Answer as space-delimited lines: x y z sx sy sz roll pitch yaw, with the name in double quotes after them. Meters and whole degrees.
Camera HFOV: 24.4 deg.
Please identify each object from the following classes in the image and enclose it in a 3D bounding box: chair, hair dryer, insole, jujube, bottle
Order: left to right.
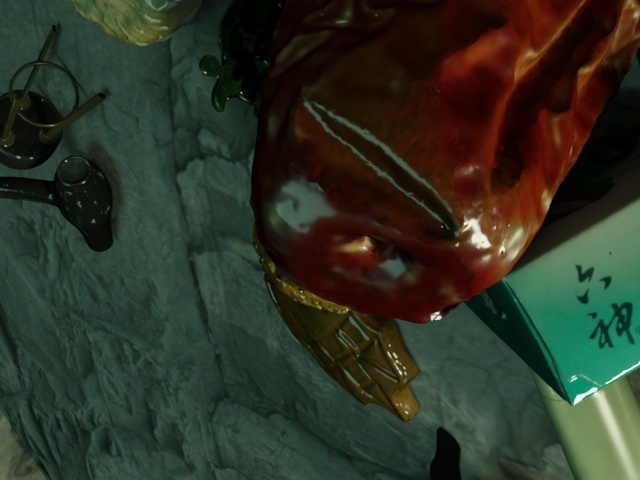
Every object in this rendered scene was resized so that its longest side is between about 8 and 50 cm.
-0.365 -0.049 1.843 0.219 0.075 0.195 6 154 3 "hair dryer"
-0.333 -0.163 1.737 0.221 0.104 0.095 141 125 -60 "chair"
0.132 0.237 1.555 0.045 0.002 0.135 37 151 28 "insole"
0.072 -0.112 0.822 0.216 0.342 0.216 17 143 13 "jujube"
0.231 0.160 1.204 0.072 0.072 0.201 13 135 54 "bottle"

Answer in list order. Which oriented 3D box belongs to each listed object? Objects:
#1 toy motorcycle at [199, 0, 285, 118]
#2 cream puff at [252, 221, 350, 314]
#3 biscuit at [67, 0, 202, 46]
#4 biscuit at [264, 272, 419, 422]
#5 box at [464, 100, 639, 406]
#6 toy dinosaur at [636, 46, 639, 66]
0.015 -0.120 1.160 0.275 0.125 0.187 8 140 54 "toy motorcycle"
-0.002 0.004 1.361 0.144 0.103 0.126 31 147 28 "cream puff"
-0.199 -0.264 1.370 0.281 0.084 0.179 28 145 40 "biscuit"
0.025 0.102 1.522 0.215 0.034 0.182 52 156 2 "biscuit"
0.160 -0.006 0.920 0.092 0.153 0.245 60 177 -17 "box"
0.246 -0.051 0.936 0.180 0.037 0.058 50 176 19 "toy dinosaur"
